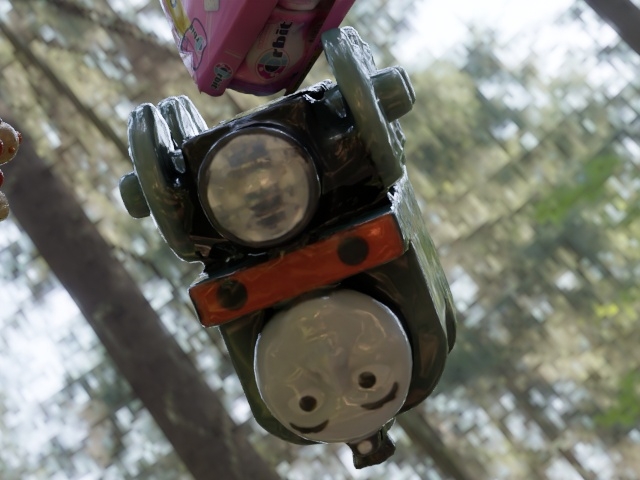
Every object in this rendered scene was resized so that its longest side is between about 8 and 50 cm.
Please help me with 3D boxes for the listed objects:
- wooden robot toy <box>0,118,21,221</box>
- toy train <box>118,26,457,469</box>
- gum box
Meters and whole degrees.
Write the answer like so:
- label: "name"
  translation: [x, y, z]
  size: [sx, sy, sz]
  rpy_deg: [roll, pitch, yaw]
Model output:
- label: "wooden robot toy"
  translation: [-0.266, -0.064, 1.543]
  size: [0.079, 0.076, 0.173]
  rpy_deg: [-22, -59, -48]
- label: "toy train"
  translation: [0.000, 0.000, 0.961]
  size: [0.142, 0.190, 0.334]
  rpy_deg: [-22, 5, 4]
- label: "gum box"
  translation: [-0.041, -0.170, 0.953]
  size: [0.062, 0.188, 0.107]
  rpy_deg: [-1, -37, -32]
